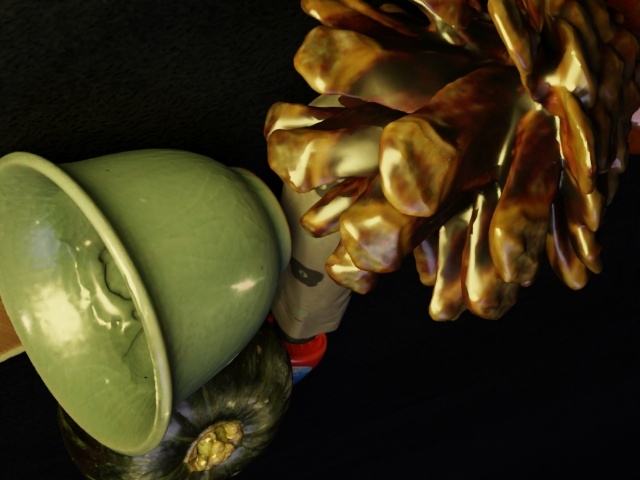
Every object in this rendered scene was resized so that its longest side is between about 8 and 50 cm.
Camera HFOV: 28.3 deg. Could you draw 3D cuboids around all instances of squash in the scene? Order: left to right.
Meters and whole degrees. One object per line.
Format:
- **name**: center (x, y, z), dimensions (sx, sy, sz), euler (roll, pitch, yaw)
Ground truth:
- **squash**: center (-0.115, 0.122, 1.019), dimensions (0.193, 0.156, 0.193), euler (-10, 140, -8)

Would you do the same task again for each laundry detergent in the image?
- **laundry detergent**: center (-0.063, 0.123, 1.185), dimensions (0.097, 0.049, 0.165), euler (3, 150, -26)

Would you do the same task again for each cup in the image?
- **cup**: center (-0.099, 0.015, 0.808), dimensions (0.150, 0.199, 0.199), euler (-27, 164, -34)

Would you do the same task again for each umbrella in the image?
- **umbrella**: center (0.000, 0.000, 0.937), dimensions (0.067, 0.073, 0.337), euler (-11, 155, -13)

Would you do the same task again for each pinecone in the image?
- **pinecone**: center (0.071, -0.063, 0.683), dimensions (0.201, 0.202, 0.229), euler (1, 123, 30)

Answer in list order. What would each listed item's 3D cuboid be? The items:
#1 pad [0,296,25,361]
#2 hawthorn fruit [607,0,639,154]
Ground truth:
- **pad**: center (-0.327, 0.056, 0.898), dimensions (0.284, 0.018, 0.286), euler (-25, 154, 14)
- **hawthorn fruit**: center (0.197, -0.113, 0.793), dimensions (0.128, 0.128, 0.128), euler (-15, 156, -7)
